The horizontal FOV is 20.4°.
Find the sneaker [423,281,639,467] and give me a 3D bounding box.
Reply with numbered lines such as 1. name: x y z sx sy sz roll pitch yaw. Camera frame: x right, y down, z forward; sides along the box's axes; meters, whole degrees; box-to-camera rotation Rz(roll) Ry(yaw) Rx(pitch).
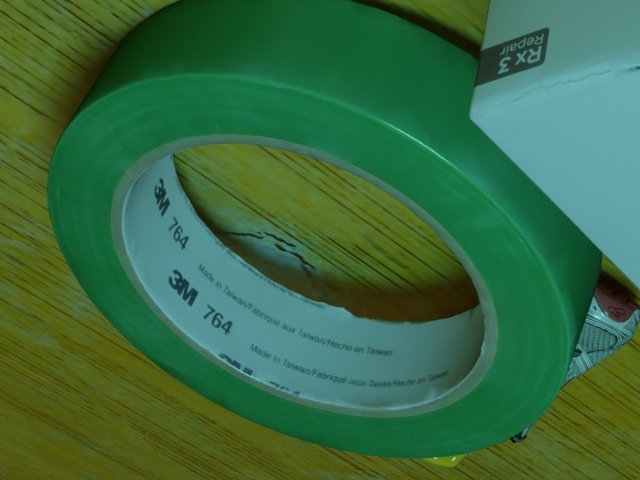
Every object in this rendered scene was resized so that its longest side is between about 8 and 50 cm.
1. sneaker: 0.133 0.090 1.173 0.088 0.093 0.225 25 146 -15

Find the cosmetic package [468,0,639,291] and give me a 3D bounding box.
1. cosmetic package: 0.267 -0.036 0.860 0.217 0.156 0.385 -12 139 36

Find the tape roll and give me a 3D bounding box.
1. tape roll: 0.000 0.000 1.041 0.321 0.077 0.321 16 142 13
